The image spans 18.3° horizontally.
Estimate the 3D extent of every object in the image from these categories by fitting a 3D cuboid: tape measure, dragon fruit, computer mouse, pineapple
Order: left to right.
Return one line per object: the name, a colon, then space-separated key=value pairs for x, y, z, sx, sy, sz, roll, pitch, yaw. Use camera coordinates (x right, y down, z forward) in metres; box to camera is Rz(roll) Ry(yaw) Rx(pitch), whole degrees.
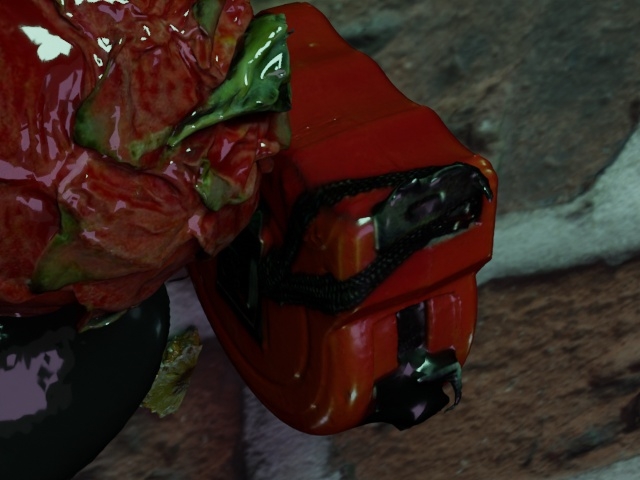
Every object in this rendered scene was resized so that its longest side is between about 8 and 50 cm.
computer mouse: x=-0.239 y=0.112 z=1.276 sx=0.323 sy=0.116 sz=0.183 roll=-32 pitch=135 yaw=-1
dragon fruit: x=-0.149 y=-0.067 z=1.056 sx=0.244 sy=0.244 sz=0.299 roll=7 pitch=145 yaw=-39
pineapple: x=-0.112 y=0.098 z=1.422 sx=0.045 sy=0.019 sz=0.083 roll=-6 pitch=137 yaw=-34
tape measure: x=-0.001 y=0.000 z=1.212 sx=0.114 sy=0.253 sz=0.260 roll=-20 pitch=134 yaw=-24
